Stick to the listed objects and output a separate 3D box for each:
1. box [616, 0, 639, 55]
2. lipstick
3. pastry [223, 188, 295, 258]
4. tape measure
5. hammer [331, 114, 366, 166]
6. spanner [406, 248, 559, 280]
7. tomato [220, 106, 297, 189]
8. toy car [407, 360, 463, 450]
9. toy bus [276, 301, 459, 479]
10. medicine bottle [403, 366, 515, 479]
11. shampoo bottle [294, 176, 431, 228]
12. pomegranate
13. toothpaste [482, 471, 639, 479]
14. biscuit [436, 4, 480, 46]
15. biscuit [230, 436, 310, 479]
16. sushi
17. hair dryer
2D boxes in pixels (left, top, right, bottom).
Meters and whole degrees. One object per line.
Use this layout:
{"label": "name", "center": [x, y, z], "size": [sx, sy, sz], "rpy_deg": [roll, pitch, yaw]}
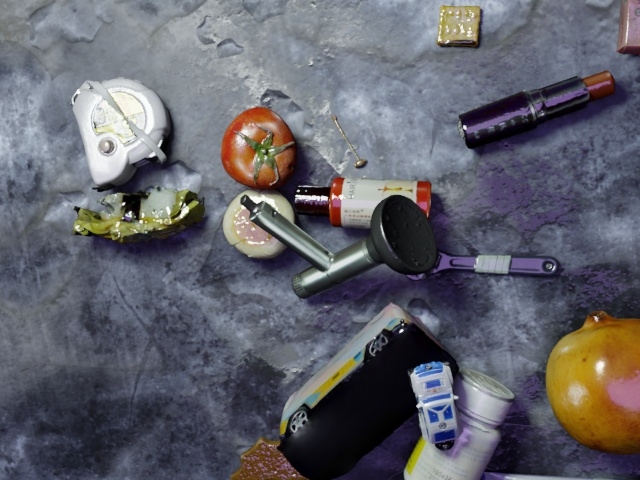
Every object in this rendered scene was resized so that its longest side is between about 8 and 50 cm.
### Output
{"label": "box", "center": [0.632, -0.433, 1.225], "size": [0.111, 0.060, 0.156], "rpy_deg": [2, 95, 8]}
{"label": "lipstick", "center": [0.418, -0.259, 1.262], "size": [0.299, 0.081, 0.081], "rpy_deg": [-19, 91, 11]}
{"label": "pastry", "center": [-0.126, -0.036, 1.366], "size": [0.156, 0.092, 0.156], "rpy_deg": [1, 95, 6]}
{"label": "tape measure", "center": [-0.422, -0.245, 1.388], "size": [0.197, 0.120, 0.236], "rpy_deg": [-17, 87, -1]}
{"label": "hammer", "center": [0.056, -0.210, 1.363], "size": [0.029, 0.014, 0.123], "rpy_deg": [-30, 86, 2]}
{"label": "spanner", "center": [0.325, 0.043, 1.329], "size": [0.316, 0.024, 0.087], "rpy_deg": [1, 89, 10]}
{"label": "tomato", "center": [-0.127, -0.189, 1.322], "size": [0.167, 0.167, 0.167], "rpy_deg": [1, 94, 10]}
{"label": "toy car", "center": [0.216, 0.308, 1.194], "size": [0.080, 0.070, 0.171], "rpy_deg": [-13, 106, 2]}
{"label": "toy bus", "center": [0.082, 0.308, 1.312], "size": [0.171, 0.162, 0.386], "rpy_deg": [43, 101, -13]}
{"label": "medicine bottle", "center": [0.281, 0.397, 1.300], "size": [0.143, 0.143, 0.258], "rpy_deg": [26, 98, 7]}
{"label": "shampoo bottle", "center": [0.084, -0.075, 1.319], "size": [0.278, 0.104, 0.104], "rpy_deg": [3, 94, 9]}
{"label": "pomegranate", "center": [0.551, 0.261, 1.200], "size": [0.264, 0.264, 0.264], "rpy_deg": [1, 94, 10]}
{"label": "toothpaste", "center": [0.520, 0.528, 1.306], "size": [0.371, 0.080, 0.125], "rpy_deg": [-7, 93, 15]}
{"label": "biscuit", "center": [0.279, -0.433, 1.305], "size": [0.083, 0.018, 0.081], "rpy_deg": [4, 94, 9]}
{"label": "biscuit", "center": [-0.101, 0.523, 1.429], "size": [0.182, 0.034, 0.215], "rpy_deg": [23, 95, 7]}
{"label": "sushi", "center": [-0.396, -0.058, 1.390], "size": [0.291, 0.139, 0.131], "rpy_deg": [-2, 86, 11]}
{"label": "hair dryer", "center": [0.009, 0.007, 1.218], "size": [0.320, 0.284, 0.156], "rpy_deg": [-22, 54, 34]}
